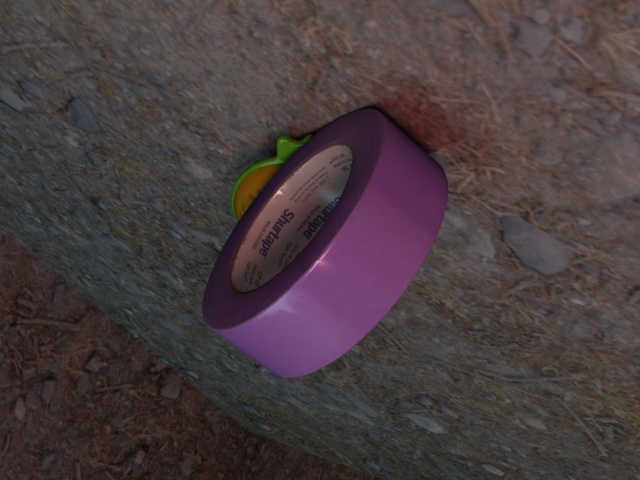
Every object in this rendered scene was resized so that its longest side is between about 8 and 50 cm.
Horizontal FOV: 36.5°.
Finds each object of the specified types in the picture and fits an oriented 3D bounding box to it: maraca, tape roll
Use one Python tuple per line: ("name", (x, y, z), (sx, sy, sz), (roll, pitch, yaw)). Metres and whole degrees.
("maraca", (-0.034, -0.056, 1.159), (0.127, 0.099, 0.186), (27, 134, -15))
("tape roll", (0.000, 0.000, 0.985), (0.090, 0.275, 0.275), (38, 157, -20))
